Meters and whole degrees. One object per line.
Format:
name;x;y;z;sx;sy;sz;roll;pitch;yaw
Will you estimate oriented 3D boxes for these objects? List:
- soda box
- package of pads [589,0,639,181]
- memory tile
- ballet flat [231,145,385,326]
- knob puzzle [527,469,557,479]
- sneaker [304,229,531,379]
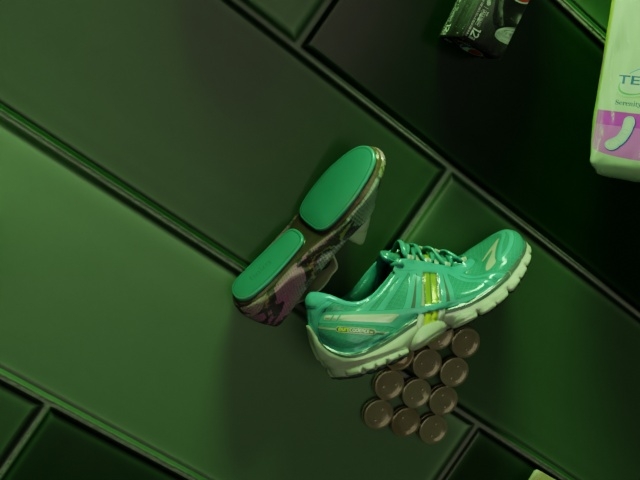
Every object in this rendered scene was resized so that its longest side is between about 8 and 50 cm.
soda box;0.193;-0.277;0.943;0.053;0.060;0.169;24;93;-21
package of pads;0.418;-0.198;0.950;0.101;0.229;0.296;-9;109;-56
memory tile;0.115;0.158;1.039;0.113;0.012;0.148;18;97;-20
ballet flat;0.000;0.000;0.944;0.221;0.077;0.079;-49;129;3
knob puzzle;0.277;0.401;1.132;0.213;0.030;0.213;-4;103;-17
sneaker;0.109;0.047;0.958;0.275;0.107;0.110;-26;95;-21
